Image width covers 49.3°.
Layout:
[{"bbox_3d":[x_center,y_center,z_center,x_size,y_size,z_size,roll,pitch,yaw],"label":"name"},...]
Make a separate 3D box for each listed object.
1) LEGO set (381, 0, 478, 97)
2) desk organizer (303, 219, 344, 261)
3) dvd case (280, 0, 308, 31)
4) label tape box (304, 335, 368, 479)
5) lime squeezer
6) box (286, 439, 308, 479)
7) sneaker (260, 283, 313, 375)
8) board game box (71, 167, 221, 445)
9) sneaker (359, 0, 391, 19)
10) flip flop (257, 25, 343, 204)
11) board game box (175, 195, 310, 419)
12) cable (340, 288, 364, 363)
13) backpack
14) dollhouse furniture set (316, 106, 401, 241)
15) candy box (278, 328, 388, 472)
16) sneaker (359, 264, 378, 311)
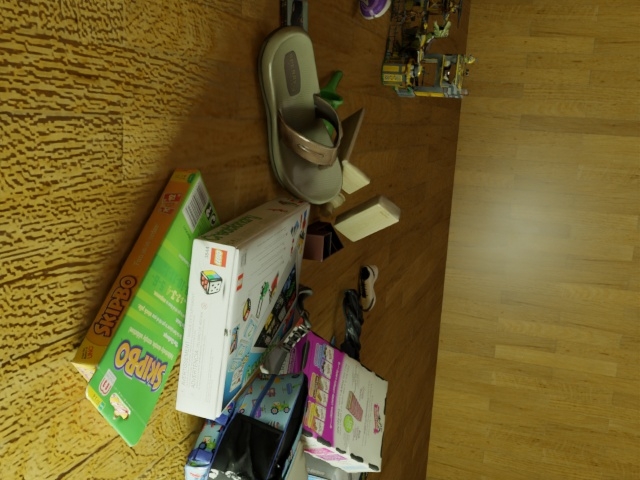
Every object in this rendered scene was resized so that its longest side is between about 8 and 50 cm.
[{"bbox_3d":[0.271,-0.477,1.631,0.255,0.192,0.332,37,61,-70],"label":"LEGO set"},{"bbox_3d":[0.000,0.000,1.178,0.130,0.050,0.047,-28,123,-69],"label":"desk organizer"},{"bbox_3d":[-0.038,-0.287,1.013,0.087,0.013,0.120,-38,133,-66],"label":"dvd case"},{"bbox_3d":[0.033,0.386,1.340,0.334,0.105,0.241,-62,153,-49],"label":"label tape box"},{"bbox_3d":[0.005,-0.190,1.116,0.110,0.058,0.311,69,31,-56],"label":"lime squeezer"},{"bbox_3d":[-0.104,0.397,0.922,0.275,0.094,0.113,-63,154,-49],"label":"box"},{"bbox_3d":[-0.049,0.134,1.047,0.061,0.064,0.158,56,43,-65],"label":"sneaker"},{"bbox_3d":[-0.164,0.062,0.702,0.124,0.039,0.260,77,23,-50],"label":"board game box"},{"bbox_3d":[0.090,-0.495,1.294,0.071,0.068,0.170,12,76,-58],"label":"sneaker"},{"bbox_3d":[-0.013,-0.161,0.968,0.112,0.080,0.277,-38,136,-31],"label":"flip flop"},{"bbox_3d":[-0.084,0.063,0.858,0.305,0.053,0.193,-41,141,-73],"label":"board game box"},{"bbox_3d":[0.073,0.180,1.472,0.151,0.047,0.185,-66,155,-62],"label":"cable"},{"bbox_3d":[-0.082,0.237,0.856,0.158,0.116,0.173,103,7,-56],"label":"backpack"},{"bbox_3d":[0.063,-0.107,1.181,0.151,0.144,0.123,37,52,-25],"label":"dollhouse furniture set"},{"bbox_3d":[0.014,0.263,1.119,0.233,0.071,0.159,39,48,-39],"label":"candy box"},{"bbox_3d":[0.102,0.107,1.582,0.043,0.040,0.109,14,79,-56],"label":"sneaker"}]
